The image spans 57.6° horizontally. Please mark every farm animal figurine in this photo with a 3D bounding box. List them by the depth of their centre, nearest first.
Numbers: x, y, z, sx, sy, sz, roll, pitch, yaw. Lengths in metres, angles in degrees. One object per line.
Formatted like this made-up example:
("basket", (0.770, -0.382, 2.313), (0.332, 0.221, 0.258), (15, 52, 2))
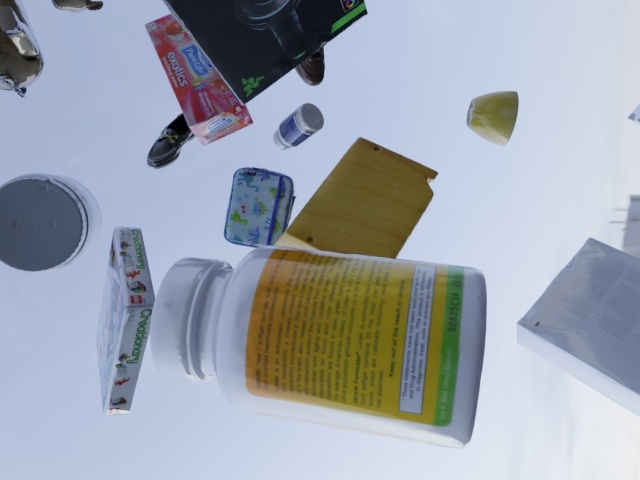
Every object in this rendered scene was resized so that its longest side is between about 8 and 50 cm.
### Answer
("farm animal figurine", (-0.425, -0.347, 0.787), (0.172, 0.330, 0.327), (122, 145, -79))

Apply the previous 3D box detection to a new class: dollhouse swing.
("dollhouse swing", (0.074, -0.022, 1.478), (0.347, 0.315, 0.305), (-54, -17, -30))

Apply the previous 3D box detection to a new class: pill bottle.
("pill bottle", (0.000, 0.076, 0.465), (0.136, 0.245, 0.137), (6, -90, -78))
("pill bottle", (-0.052, -0.247, 1.283), (0.067, 0.120, 0.067), (17, -119, -34))

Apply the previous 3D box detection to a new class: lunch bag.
("lunch bag", (-0.163, -0.088, 1.590), (0.090, 0.176, 0.219), (-83, 7, -83))

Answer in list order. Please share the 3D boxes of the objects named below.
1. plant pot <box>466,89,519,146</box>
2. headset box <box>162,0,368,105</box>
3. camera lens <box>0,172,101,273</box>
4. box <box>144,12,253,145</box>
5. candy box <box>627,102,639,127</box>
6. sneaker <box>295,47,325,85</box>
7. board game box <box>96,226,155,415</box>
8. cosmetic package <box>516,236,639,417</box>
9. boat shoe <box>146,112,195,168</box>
("plant pot", (0.409, -0.301, 1.408), (0.134, 0.095, 0.134), (9, -90, -90))
("headset box", (-0.087, -0.357, 0.805), (0.131, 0.246, 0.283), (55, -179, 22))
("camera lens", (-0.629, -0.043, 1.336), (0.219, 0.274, 0.220), (-1, -84, -15))
("box", (-0.256, -0.352, 1.241), (0.122, 0.128, 0.257), (76, 170, -79))
("candy box", (0.354, -0.071, 0.460), (0.070, 0.164, 0.196), (-54, -4, 21))
("sneaker", (-0.025, -0.403, 1.154), (0.066, 0.071, 0.189), (-18, -76, -19))
("board game box", (-0.363, 0.151, 1.066), (0.053, 0.193, 0.305), (2, -48, -28))
("cosmetic package", (0.643, 0.188, 1.185), (0.284, 0.377, 0.097), (-41, -40, -19))
("boat shoe", (-0.421, -0.294, 1.663), (0.228, 0.081, 0.069), (-58, -12, -36))
